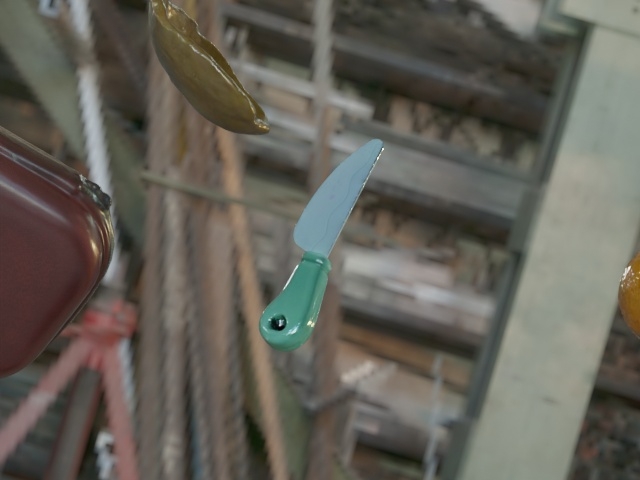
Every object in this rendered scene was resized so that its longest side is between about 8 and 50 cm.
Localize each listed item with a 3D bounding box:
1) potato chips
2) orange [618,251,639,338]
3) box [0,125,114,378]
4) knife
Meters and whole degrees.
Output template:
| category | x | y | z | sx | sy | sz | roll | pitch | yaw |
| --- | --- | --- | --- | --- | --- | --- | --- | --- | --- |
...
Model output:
| category | x | y | z | sx | sy | sz | roll | pitch | yaw |
| --- | --- | --- | --- | --- | --- | --- | --- | --- | --- |
| potato chips | -0.140 | -0.196 | 2.244 | 0.208 | 0.062 | 0.195 | 48 | 7 | -16 |
| orange | 0.432 | 0.067 | 2.401 | 0.136 | 0.135 | 0.117 | 17 | 3 | -7 |
| box | -0.394 | -0.027 | 1.782 | 0.404 | 0.263 | 0.108 | 30 | 27 | -19 |
| knife | -0.001 | 0.000 | 2.041 | 0.063 | 0.260 | 0.034 | 8 | -28 | 31 |
